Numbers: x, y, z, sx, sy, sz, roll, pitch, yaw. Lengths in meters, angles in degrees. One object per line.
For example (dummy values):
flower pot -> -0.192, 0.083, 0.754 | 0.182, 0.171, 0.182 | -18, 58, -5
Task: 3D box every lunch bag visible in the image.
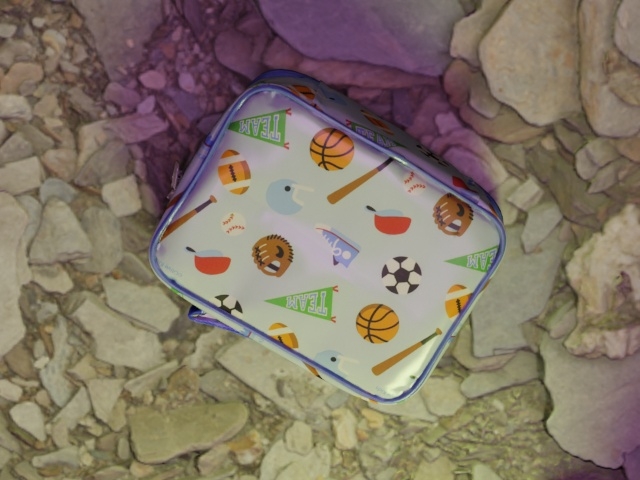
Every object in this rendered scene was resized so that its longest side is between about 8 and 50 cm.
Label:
lunch bag -> 0.000, 0.000, 1.367 | 0.303, 0.115, 0.243 | 31, 105, -5
